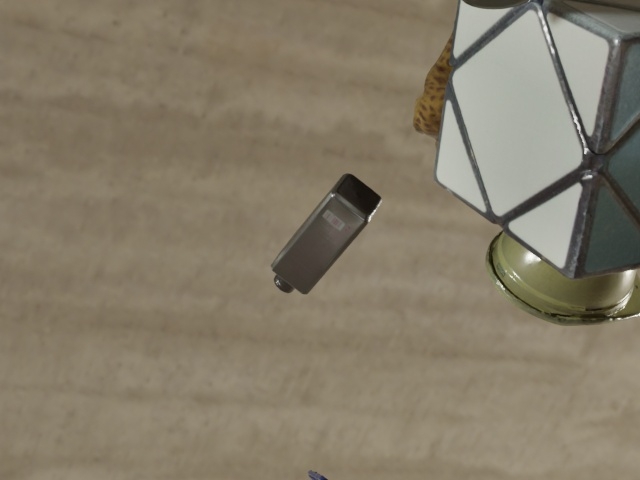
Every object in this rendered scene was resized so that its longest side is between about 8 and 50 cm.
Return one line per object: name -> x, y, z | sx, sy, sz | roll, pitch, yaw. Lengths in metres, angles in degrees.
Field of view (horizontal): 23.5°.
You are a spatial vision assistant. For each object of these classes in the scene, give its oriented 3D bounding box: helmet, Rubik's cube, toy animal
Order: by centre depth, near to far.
Rubik's cube -> 0.237, -0.111, 1.253 | 0.205, 0.205, 0.207 | -8, -151, -28
toy animal -> 0.155, -0.174, 1.620 | 0.054, 0.149, 0.275 | 66, -175, 33
helmet -> 0.369, 0.007, 2.148 | 0.257, 0.137, 0.204 | -3, -133, -31

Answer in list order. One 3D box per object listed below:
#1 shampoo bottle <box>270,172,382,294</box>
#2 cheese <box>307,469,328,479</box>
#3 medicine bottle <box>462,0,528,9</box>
shampoo bottle -> 0.000, 0.000, 2.528 | 0.080, 0.246, 0.079 | 39, -142, -2
cheese -> 0.081, 0.302, 1.459 | 0.244, 0.062, 0.155 | 45, 168, -7
medicine bottle -> 0.126, -0.219, 1.108 | 0.058, 0.058, 0.091 | 8, -108, -27
